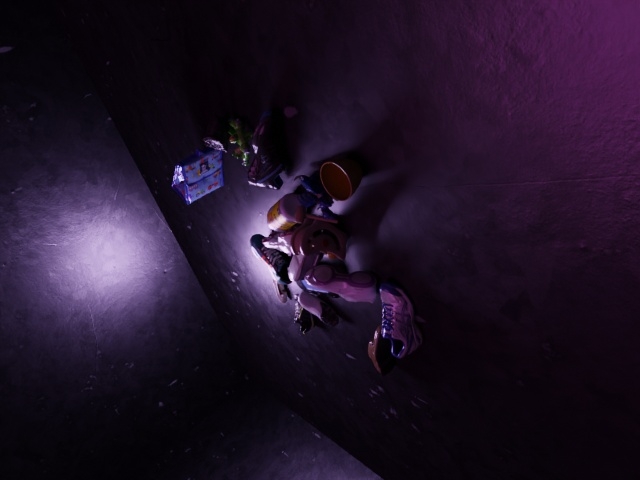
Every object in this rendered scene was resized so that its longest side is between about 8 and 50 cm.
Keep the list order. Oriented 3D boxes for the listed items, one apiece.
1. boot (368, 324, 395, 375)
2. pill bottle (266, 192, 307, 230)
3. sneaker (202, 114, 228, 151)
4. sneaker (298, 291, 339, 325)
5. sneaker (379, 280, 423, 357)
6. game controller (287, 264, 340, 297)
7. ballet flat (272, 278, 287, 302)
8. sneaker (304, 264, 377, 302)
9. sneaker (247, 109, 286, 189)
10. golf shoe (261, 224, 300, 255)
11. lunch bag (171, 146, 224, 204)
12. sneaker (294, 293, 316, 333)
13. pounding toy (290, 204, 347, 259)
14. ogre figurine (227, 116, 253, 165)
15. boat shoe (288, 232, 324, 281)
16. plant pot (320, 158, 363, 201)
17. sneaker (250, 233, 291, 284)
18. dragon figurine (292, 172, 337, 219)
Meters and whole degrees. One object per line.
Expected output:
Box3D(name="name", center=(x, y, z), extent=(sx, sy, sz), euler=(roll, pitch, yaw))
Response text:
Box3D(name="boot", center=(0.240, 0.441, 1.732), extent=(0.115, 0.112, 0.305), euler=(42, 151, 40))
Box3D(name="pill bottle", center=(-0.148, -0.108, 1.705), extent=(0.117, 0.117, 0.215), euler=(56, 150, -3))
Box3D(name="sneaker", center=(-0.434, -0.457, 1.771), extent=(0.286, 0.109, 0.130), euler=(-161, 86, -73))
Box3D(name="sneaker", center=(-0.004, 0.328, 1.992), extent=(0.237, 0.085, 0.086), euler=(33, 177, 22))
Box3D(name="sneaker", center=(0.275, 0.294, 1.504), extent=(0.112, 0.131, 0.296), euler=(-3, 116, 58))
Box3D(name="game controller", center=(-0.032, 0.182, 1.884), extent=(0.319, 0.067, 0.166), euler=(2, 121, 55))
Box3D(name="ballet flat", center=(-0.212, 0.273, 2.239), extent=(0.052, 0.057, 0.168), euler=(0, 121, 43))
Box3D(name="sneaker", center=(0.077, 0.186, 1.635), extent=(0.305, 0.114, 0.152), euler=(9, 138, 26))
Box3D(name="sneaker", center=(-0.186, -0.336, 1.570), extent=(0.139, 0.125, 0.341), euler=(20, 140, 3))
Box3D(name="golf shoe", center=(-0.162, 0.018, 1.862), extent=(0.306, 0.115, 0.140), euler=(-6, 118, 58))
Box3D(name="lunch bag", center=(-0.579, -0.343, 1.974), extent=(0.138, 0.221, 0.293), euler=(48, 149, 11))
Box3D(name="sneaker", center=(-0.093, 0.387, 2.141), extent=(0.084, 0.097, 0.235), euler=(11, 129, 49))
Box3D(name="pounding toy", center=(0.000, 0.000, 1.491), extent=(0.269, 0.154, 0.155), euler=(31, 164, -34))
Box3D(name="ogre figurine", center=(-0.325, -0.413, 1.680), extent=(0.118, 0.097, 0.197), euler=(173, 98, -70))
Box3D(name="boat shoe", center=(-0.035, 0.042, 1.702), extent=(0.319, 0.099, 0.116), euler=(-64, 34, 32))
Box3D(name="plant pot", center=(0.080, -0.205, 1.313), extent=(0.134, 0.095, 0.134), euler=(35, 144, 31))
Box3D(name="sneaker", center=(-0.224, 0.089, 2.030), extent=(0.121, 0.108, 0.302), euler=(-7, 123, 56))
Box3D(name="dragon figurine", center=(-0.029, -0.171, 1.437), extent=(0.289, 0.144, 0.085), euler=(34, 132, 30))
